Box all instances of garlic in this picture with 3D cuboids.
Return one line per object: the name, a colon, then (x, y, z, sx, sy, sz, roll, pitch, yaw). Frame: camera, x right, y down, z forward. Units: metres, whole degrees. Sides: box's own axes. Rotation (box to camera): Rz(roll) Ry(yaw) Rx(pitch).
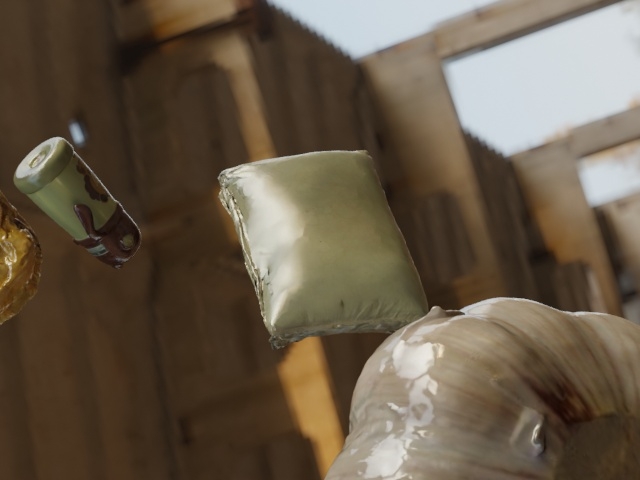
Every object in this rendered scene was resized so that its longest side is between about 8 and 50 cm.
garlic: (0.137, 0.188, 1.221, 0.322, 0.241, 0.322, 36, -147, -28)

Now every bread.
bread: (-0.214, 0.002, 1.123, 0.111, 0.083, 0.044, 46, 159, 9)

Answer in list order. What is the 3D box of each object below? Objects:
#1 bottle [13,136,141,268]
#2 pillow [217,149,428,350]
bottle: (-0.162, -0.024, 1.318, 0.101, 0.047, 0.063, 47, -142, -26)
pillow: (0.000, 0.000, 1.354, 0.208, 0.119, 0.053, -111, 12, -50)
